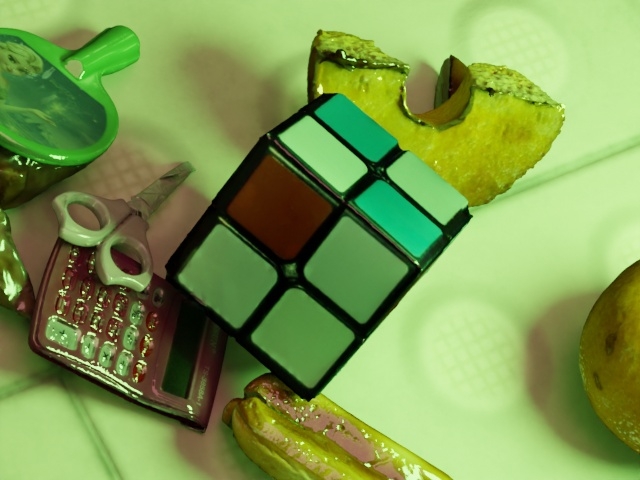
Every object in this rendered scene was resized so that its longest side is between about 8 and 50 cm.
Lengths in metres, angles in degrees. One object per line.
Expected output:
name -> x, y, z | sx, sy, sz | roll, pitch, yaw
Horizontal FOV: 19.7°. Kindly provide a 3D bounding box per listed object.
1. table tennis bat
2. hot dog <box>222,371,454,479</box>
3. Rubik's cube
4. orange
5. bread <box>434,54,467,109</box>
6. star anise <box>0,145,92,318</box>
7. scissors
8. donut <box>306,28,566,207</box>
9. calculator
table tennis bat -> -0.235, -0.144, 1.659 | 0.160, 0.039, 0.257 | 40, 32, 4
hot dog -> 0.026, 0.206, 1.616 | 0.249, 0.068, 0.100 | 35, 41, -5
Rubik's cube -> 0.000, 0.000, 1.618 | 0.183, 0.180, 0.167 | 42, 29, 2
orange -> 0.353, 0.115, 1.727 | 0.224, 0.170, 0.224 | 6, 49, -7
bread -> 0.142, -0.132, 1.857 | 0.062, 0.043, 0.109 | -30, 78, -33
star anise -> -0.367, -0.063, 1.580 | 0.349, 0.109, 0.292 | 39, 48, 1
scissors -> -0.161, -0.030, 1.654 | 0.110, 0.021, 0.212 | 47, 36, -2
donut -> 0.085, -0.105, 1.762 | 0.259, 0.152, 0.101 | 11, 25, -21
calculator -> -0.165, 0.079, 1.612 | 0.190, 0.034, 0.127 | 29, 56, -25
